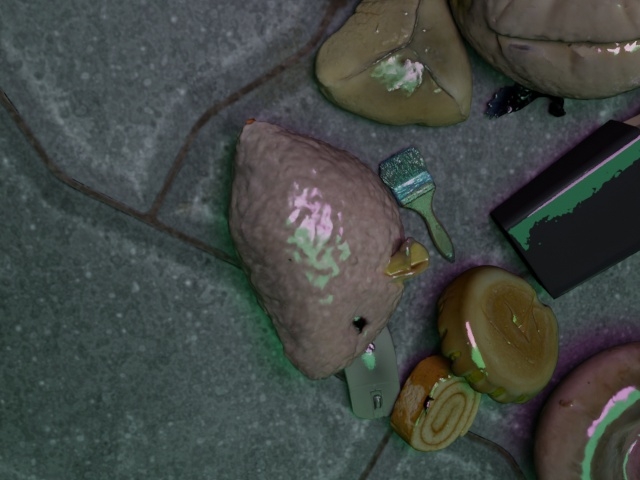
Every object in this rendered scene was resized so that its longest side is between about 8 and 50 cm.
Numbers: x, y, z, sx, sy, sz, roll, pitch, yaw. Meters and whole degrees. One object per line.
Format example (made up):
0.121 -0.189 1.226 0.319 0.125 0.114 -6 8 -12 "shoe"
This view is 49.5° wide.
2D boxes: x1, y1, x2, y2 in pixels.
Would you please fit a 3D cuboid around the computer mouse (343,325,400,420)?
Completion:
0.077 0.206 1.075 0.089 0.056 0.181 -11 104 -1 "computer mouse"

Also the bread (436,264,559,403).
0.261 0.144 1.041 0.213 0.105 0.213 12 67 -31 "bread"

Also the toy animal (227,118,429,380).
-0.002 -0.007 0.948 0.227 0.188 0.358 -25 104 -13 "toy animal"

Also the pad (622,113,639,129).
0.565 -0.140 1.019 0.266 0.002 0.176 -27 108 32 "pad"

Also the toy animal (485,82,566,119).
0.341 -0.235 1.017 0.220 0.062 0.108 -19 122 -4 "toy animal"

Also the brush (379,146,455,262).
0.158 -0.046 1.046 0.070 0.021 0.196 -31 105 2 "brush"

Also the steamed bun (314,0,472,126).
0.103 -0.242 0.951 0.213 0.110 0.231 -25 102 -2 "steamed bun"

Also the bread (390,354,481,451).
0.186 0.256 1.078 0.122 0.073 0.149 22 96 -32 "bread"

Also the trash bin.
0.391 -0.041 1.024 0.225 0.115 0.165 -36 104 8 "trash bin"

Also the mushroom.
0.509 0.331 1.030 0.363 0.294 0.362 0 90 -6 "mushroom"

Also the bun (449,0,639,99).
0.314 -0.353 0.831 0.365 0.219 0.365 3 94 37 "bun"
